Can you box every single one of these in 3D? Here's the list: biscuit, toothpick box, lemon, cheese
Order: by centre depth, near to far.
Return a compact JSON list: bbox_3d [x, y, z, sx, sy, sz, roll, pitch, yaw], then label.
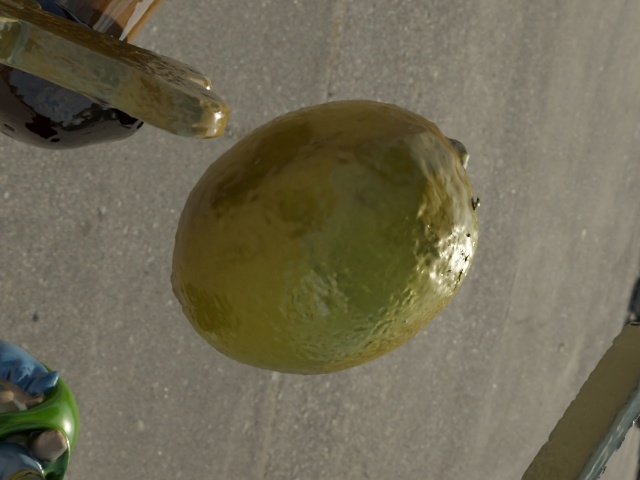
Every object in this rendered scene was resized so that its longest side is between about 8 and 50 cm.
[{"bbox_3d":[-0.164,-0.111,0.429,0.030,0.234,0.153,-67,-162,12],"label":"biscuit"},{"bbox_3d":[-0.180,-0.214,0.650,0.294,0.192,0.192,-61,150,-14],"label":"toothpick box"},{"bbox_3d":[0.004,-0.002,0.712,0.263,0.236,0.236,-48,162,26],"label":"lemon"},{"bbox_3d":[0.274,0.247,0.907,0.400,0.085,0.034,-49,115,-16],"label":"cheese"}]

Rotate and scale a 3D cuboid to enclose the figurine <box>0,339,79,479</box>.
[{"bbox_3d":[-0.294,0.186,0.736,0.162,0.263,0.143,-41,117,-12],"label":"figurine"}]
